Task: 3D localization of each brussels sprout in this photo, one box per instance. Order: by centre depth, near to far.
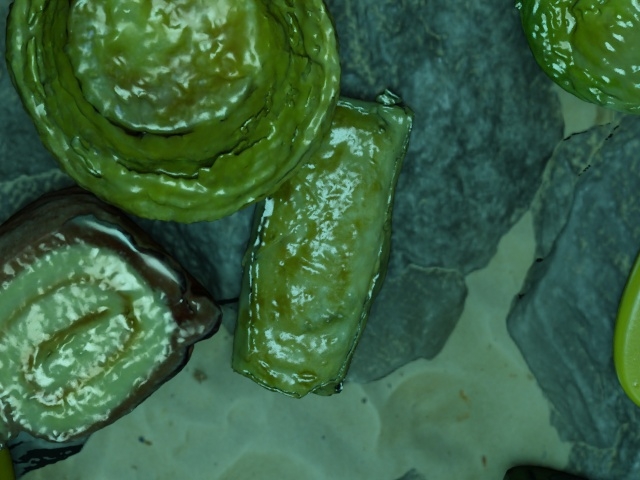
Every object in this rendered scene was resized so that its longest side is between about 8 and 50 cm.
[{"bbox_3d":[0.250,-0.182,1.483,0.181,0.100,0.139,40,109,-10],"label":"brussels sprout"}]

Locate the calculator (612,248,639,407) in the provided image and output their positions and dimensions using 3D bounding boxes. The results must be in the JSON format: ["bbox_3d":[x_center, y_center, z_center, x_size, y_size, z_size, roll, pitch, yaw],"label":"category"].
[{"bbox_3d":[0.345,0.051,1.566,0.146,0.032,0.235,18,103,-5],"label":"calculator"}]

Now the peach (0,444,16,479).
[{"bbox_3d":[-0.354,0.225,1.553,0.179,0.103,0.179,0,105,1],"label":"peach"}]

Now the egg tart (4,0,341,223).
[{"bbox_3d":[-0.123,-0.157,1.443,0.294,0.123,0.294,0,89,0],"label":"egg tart"}]

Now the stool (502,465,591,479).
[{"bbox_3d":[0.269,0.375,1.504,0.310,0.310,0.226,20,108,-4],"label":"stool"}]

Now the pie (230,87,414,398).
[{"bbox_3d":[0.000,0.000,1.531,0.128,0.068,0.282,12,98,-4],"label":"pie"}]

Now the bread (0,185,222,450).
[{"bbox_3d":[-0.225,0.071,1.512,0.244,0.123,0.190,-41,98,7],"label":"bread"}]
